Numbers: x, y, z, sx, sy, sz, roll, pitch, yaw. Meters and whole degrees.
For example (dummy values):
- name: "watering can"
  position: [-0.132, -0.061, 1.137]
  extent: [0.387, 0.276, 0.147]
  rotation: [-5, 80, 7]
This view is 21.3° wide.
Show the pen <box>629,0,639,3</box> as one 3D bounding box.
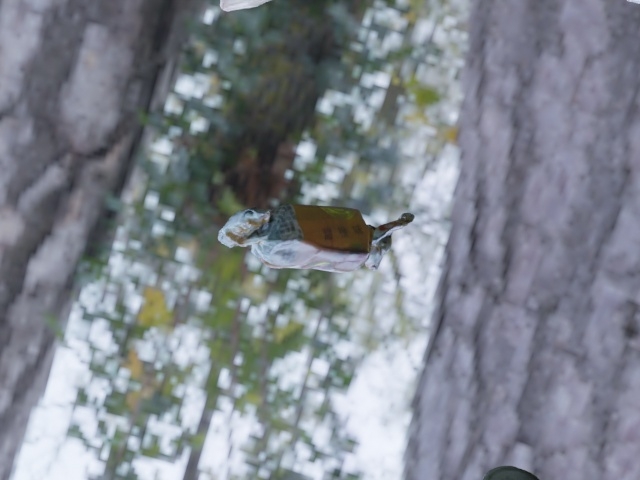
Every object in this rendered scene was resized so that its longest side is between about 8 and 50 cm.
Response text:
- name: "pen"
  position: [0.281, -0.141, 1.068]
  extent: [0.218, 0.026, 0.026]
  rotation: [8, -157, -10]

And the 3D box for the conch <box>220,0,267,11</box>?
- name: "conch"
  position: [0.012, -0.161, 0.634]
  extent: [0.094, 0.176, 0.104]
  rotation: [-19, -120, -30]

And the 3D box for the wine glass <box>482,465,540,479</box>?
- name: "wine glass"
  position: [0.115, 0.271, 1.419]
  extent: [0.079, 0.195, 0.079]
  rotation: [20, -137, -20]

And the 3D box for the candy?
- name: "candy"
  position: [0.000, 0.000, 1.214]
  extent: [0.182, 0.053, 0.046]
  rotation: [1, -116, -44]
